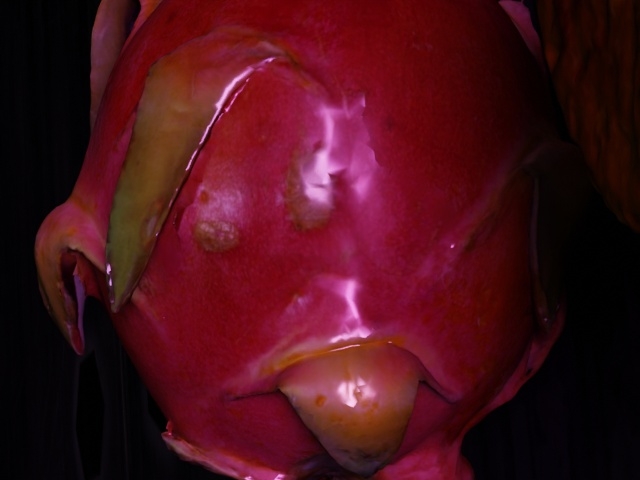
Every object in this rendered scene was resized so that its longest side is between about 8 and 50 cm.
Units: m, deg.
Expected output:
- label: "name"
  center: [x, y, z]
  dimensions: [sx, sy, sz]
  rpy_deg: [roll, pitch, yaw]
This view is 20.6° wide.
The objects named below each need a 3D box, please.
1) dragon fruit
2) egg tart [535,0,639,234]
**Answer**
- label: "dragon fruit"
  center: [-0.001, -0.005, 0.712]
  dimensions: [0.224, 0.224, 0.227]
  rpy_deg: [-179, 105, -70]
- label: "egg tart"
  center: [0.140, -0.080, 0.381]
  dimensions: [0.215, 0.171, 0.215]
  rpy_deg: [174, 90, -85]
